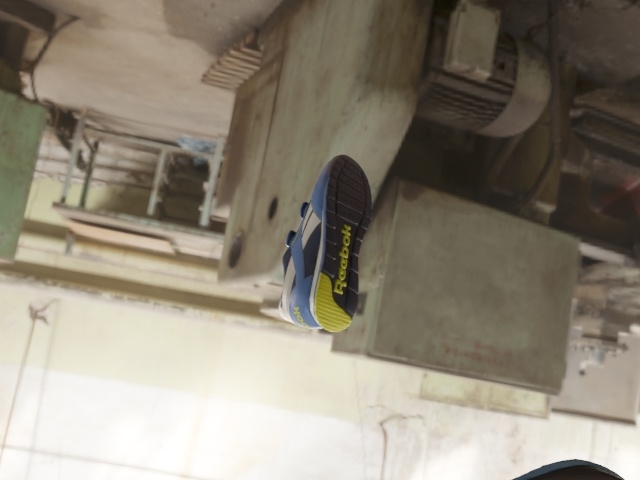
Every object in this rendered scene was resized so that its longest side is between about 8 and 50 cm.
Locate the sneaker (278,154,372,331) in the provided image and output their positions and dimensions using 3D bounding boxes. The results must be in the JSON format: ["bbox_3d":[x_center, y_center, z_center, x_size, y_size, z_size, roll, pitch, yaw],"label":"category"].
[{"bbox_3d":[0.000,0.000,0.578,0.053,0.144,0.059,30,151,-35],"label":"sneaker"}]

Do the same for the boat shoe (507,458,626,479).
[{"bbox_3d":[0.072,0.172,0.349,0.258,0.109,0.089,-22,-157,-23],"label":"boat shoe"}]
